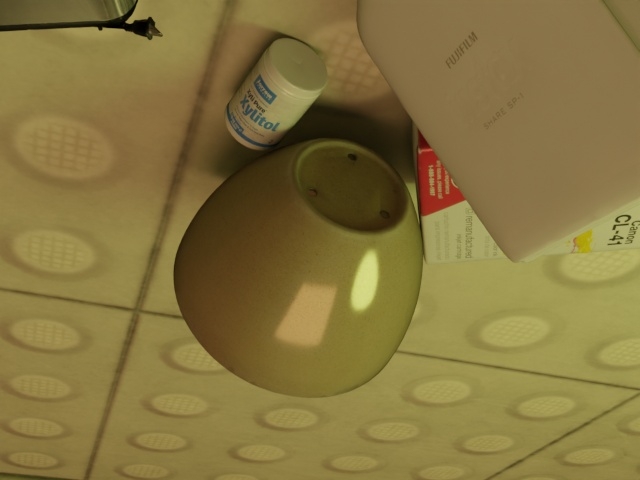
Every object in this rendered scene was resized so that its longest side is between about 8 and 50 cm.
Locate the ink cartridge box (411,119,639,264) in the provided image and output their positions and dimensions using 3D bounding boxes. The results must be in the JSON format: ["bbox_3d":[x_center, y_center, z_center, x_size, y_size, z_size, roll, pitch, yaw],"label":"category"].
[{"bbox_3d":[0.254,-0.090,0.823,0.306,0.131,0.226,-4,146,8],"label":"ink cartridge box"}]

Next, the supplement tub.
[{"bbox_3d":[-0.048,-0.148,0.790,0.071,0.071,0.107,18,142,-24],"label":"supplement tub"}]

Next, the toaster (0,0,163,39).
[{"bbox_3d":[-0.208,-0.240,0.565,0.185,0.168,0.110,-1,145,4],"label":"toaster"}]

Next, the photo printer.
[{"bbox_3d":[0.155,-0.155,0.592,0.107,0.308,0.256,-30,174,-25],"label":"photo printer"}]

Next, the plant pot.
[{"bbox_3d":[0.000,0.000,0.835,0.284,0.284,0.191,12,139,-17],"label":"plant pot"}]
